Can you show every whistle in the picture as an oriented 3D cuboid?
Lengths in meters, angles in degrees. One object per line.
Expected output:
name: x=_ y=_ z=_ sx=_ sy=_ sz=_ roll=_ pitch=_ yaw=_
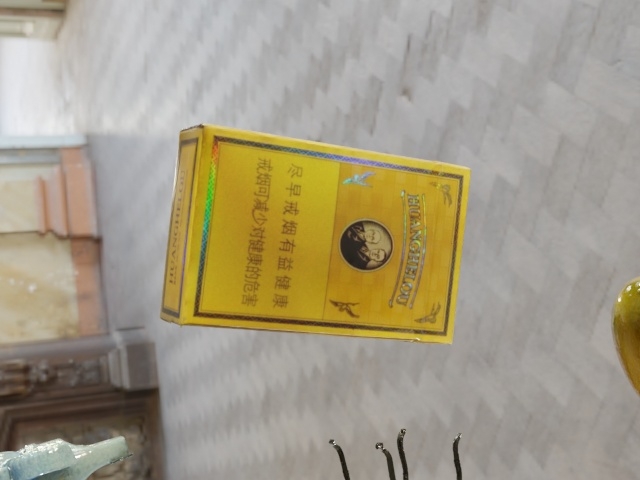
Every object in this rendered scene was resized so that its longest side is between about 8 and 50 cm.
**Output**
whistle: x=-0.365 y=0.289 z=1.123 sx=0.093 sy=0.269 sz=0.180 roll=70 pitch=159 yaw=9

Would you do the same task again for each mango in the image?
mango: x=0.481 y=0.151 z=1.253 sx=0.254 sy=0.139 sz=0.175 roll=57 pitch=158 yaw=-10

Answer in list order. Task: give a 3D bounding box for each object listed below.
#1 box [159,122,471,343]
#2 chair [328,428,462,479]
box: x=0.000 y=0.000 z=0.946 sx=0.084 sy=0.301 sz=0.193 roll=-173 pitch=89 yaw=-66
chair: x=0.100 y=0.369 z=1.263 sx=0.174 sy=0.149 sz=0.213 roll=-11 pitch=75 yaw=53
